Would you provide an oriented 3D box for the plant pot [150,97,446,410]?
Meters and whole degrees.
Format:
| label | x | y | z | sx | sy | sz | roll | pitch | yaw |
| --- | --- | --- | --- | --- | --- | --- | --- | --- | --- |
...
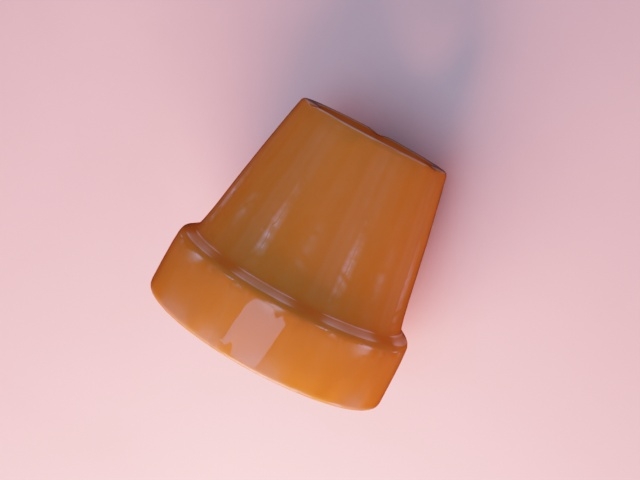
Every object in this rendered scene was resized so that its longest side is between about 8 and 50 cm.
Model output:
| label | x | y | z | sx | sy | sz | roll | pitch | yaw |
| --- | --- | --- | --- | --- | --- | --- | --- | --- | --- |
| plant pot | 0.000 | 0.000 | 1.027 | 0.205 | 0.205 | 0.188 | 31 | 98 | 14 |
